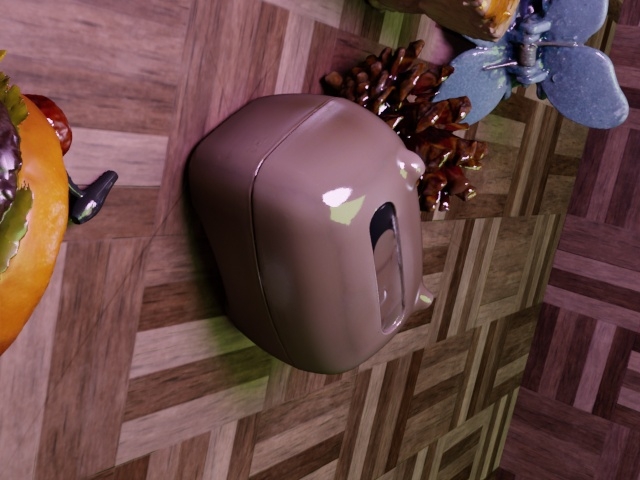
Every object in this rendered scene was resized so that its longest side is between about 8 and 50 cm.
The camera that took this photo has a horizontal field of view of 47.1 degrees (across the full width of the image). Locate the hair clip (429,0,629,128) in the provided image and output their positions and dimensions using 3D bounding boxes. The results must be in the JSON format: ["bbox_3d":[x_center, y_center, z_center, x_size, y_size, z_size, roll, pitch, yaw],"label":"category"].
[{"bbox_3d":[0.414,-0.413,1.496,0.238,0.392,0.318,-72,158,-54],"label":"hair clip"}]

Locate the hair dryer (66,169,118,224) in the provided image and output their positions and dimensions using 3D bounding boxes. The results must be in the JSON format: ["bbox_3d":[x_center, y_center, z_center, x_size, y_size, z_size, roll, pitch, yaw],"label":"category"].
[{"bbox_3d":[-0.272,-0.069,0.832,0.079,0.031,0.083,-63,141,-34],"label":"hair dryer"}]

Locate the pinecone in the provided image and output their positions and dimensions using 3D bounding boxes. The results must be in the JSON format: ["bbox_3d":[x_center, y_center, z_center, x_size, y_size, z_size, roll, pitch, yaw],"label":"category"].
[{"bbox_3d":[0.141,-0.177,1.180,0.309,0.244,0.244,38,69,-17],"label":"pinecone"}]

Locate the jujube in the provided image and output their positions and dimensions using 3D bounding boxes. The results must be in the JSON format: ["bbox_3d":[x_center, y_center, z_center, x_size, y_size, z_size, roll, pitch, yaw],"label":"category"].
[{"bbox_3d":[-0.309,-0.093,0.718,0.129,0.077,0.077,-37,136,-28],"label":"jujube"}]

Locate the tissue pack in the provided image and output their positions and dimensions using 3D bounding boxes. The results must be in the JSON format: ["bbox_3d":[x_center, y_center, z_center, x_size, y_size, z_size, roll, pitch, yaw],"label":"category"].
[{"bbox_3d":[0.000,0.000,1.052,0.267,0.277,0.387,-42,137,-35],"label":"tissue pack"}]

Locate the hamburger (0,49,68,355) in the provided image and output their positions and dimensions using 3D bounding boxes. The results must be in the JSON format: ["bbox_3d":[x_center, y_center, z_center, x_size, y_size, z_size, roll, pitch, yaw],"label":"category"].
[{"bbox_3d":[-0.336,-0.030,0.511,0.291,0.291,0.225,-66,152,-9],"label":"hamburger"}]

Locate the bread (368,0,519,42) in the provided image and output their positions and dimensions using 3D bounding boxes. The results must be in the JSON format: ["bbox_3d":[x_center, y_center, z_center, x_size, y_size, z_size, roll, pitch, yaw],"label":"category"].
[{"bbox_3d":[0.173,-0.527,1.034,0.371,0.279,0.390,9,97,-64],"label":"bread"}]
